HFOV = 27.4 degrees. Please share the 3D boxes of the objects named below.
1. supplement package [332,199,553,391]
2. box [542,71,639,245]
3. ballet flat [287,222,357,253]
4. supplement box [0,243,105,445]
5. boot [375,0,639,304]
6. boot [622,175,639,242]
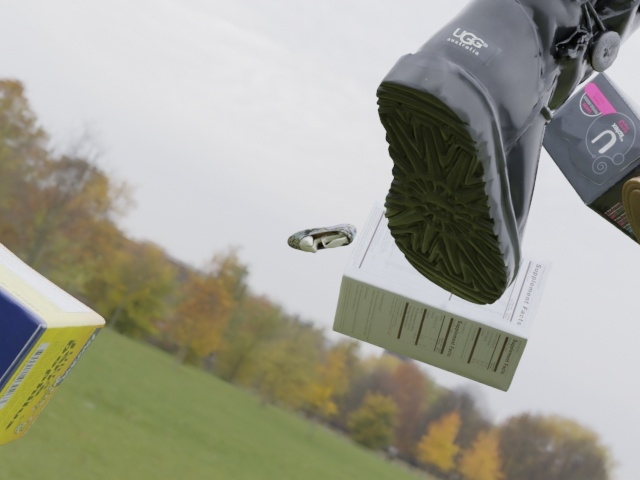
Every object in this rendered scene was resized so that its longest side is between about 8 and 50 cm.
[{"bbox_3d":[0.156,0.073,1.699,0.244,0.139,0.134,20,-36,8],"label":"supplement package"},{"bbox_3d":[0.467,-0.114,1.998,0.270,0.143,0.165,25,29,-53],"label":"box"},{"bbox_3d":[0.000,0.000,2.037,0.114,0.041,0.041,-12,-20,16],"label":"ballet flat"},{"bbox_3d":[-0.415,0.118,1.548,0.194,0.195,0.356,36,-1,3],"label":"supplement box"},{"bbox_3d":[0.246,-0.186,1.302,0.146,0.445,0.367,31,-23,21],"label":"boot"},{"bbox_3d":[0.577,-0.039,1.861,0.283,0.220,0.109,45,-16,-5],"label":"boot"}]
